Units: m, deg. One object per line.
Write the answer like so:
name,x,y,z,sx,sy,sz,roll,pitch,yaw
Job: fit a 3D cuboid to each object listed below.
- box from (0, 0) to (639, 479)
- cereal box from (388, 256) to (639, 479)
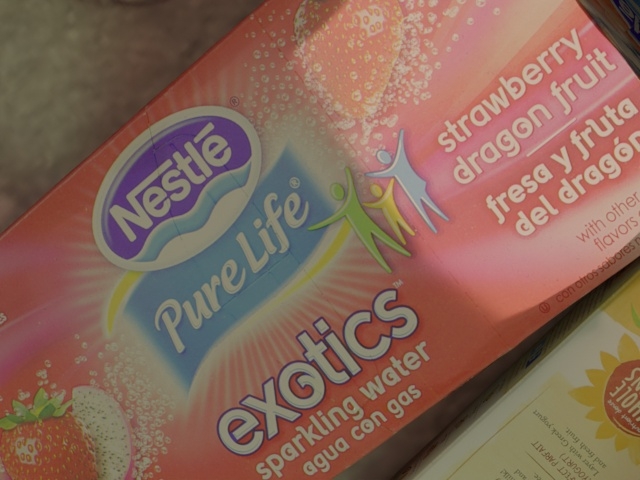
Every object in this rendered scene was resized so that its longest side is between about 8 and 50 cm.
box,0.000,0.000,0.678,0.300,0.154,0.142,-39,88,24
cereal box,0.114,0.130,0.717,0.173,0.047,0.240,44,114,-3
